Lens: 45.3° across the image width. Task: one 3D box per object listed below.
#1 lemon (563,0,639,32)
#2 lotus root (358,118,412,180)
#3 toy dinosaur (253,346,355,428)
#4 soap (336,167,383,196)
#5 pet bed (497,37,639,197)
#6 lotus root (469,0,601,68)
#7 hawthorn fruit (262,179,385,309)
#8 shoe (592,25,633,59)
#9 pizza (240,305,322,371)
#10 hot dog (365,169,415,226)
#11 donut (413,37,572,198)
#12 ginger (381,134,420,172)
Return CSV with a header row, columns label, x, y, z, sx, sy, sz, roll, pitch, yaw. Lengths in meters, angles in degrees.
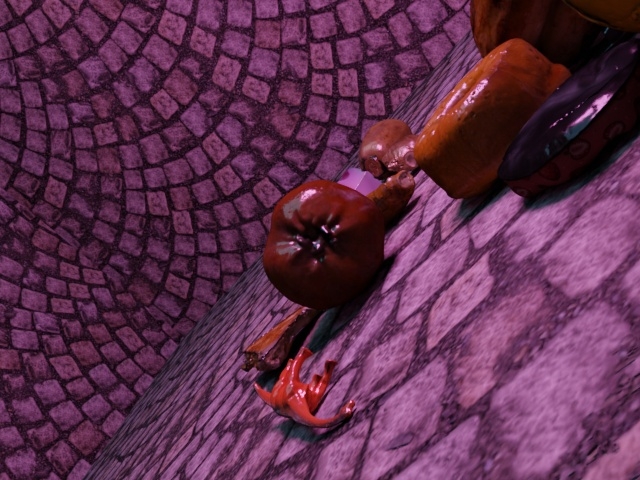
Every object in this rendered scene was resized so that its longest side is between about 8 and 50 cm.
label,x,y,z,sx,sy,sz,roll,pitch,yaw
lemon,0.308,-0.321,0.655,0.297,0.297,0.297,-48,7,8
lotus root,0.155,-0.221,1.797,0.125,0.118,0.221,-23,24,35
toy dinosaur,-0.020,0.184,0.931,0.101,0.055,0.279,-63,13,-24
soap,0.083,-0.107,1.668,0.056,0.100,0.149,-51,8,-12
pet bed,0.268,-0.128,0.796,0.201,0.053,0.201,-49,6,7
lotus root,0.302,-0.351,1.016,0.193,0.193,0.291,-53,-26,-33
hawthorn fruit,0.008,0.008,1.216,0.199,0.199,0.251,-49,-4,0
shoe,0.393,-0.300,0.962,0.159,0.053,0.062,-43,12,24
pizza,-0.068,0.176,1.277,0.185,0.052,0.195,-40,4,12
hot dog,0.080,-0.029,1.414,0.083,0.068,0.289,-24,-16,-41
donut,0.222,-0.157,1.005,0.226,0.114,0.226,-50,6,8
ginger,0.202,-0.191,1.547,0.165,0.067,0.096,-32,13,21
